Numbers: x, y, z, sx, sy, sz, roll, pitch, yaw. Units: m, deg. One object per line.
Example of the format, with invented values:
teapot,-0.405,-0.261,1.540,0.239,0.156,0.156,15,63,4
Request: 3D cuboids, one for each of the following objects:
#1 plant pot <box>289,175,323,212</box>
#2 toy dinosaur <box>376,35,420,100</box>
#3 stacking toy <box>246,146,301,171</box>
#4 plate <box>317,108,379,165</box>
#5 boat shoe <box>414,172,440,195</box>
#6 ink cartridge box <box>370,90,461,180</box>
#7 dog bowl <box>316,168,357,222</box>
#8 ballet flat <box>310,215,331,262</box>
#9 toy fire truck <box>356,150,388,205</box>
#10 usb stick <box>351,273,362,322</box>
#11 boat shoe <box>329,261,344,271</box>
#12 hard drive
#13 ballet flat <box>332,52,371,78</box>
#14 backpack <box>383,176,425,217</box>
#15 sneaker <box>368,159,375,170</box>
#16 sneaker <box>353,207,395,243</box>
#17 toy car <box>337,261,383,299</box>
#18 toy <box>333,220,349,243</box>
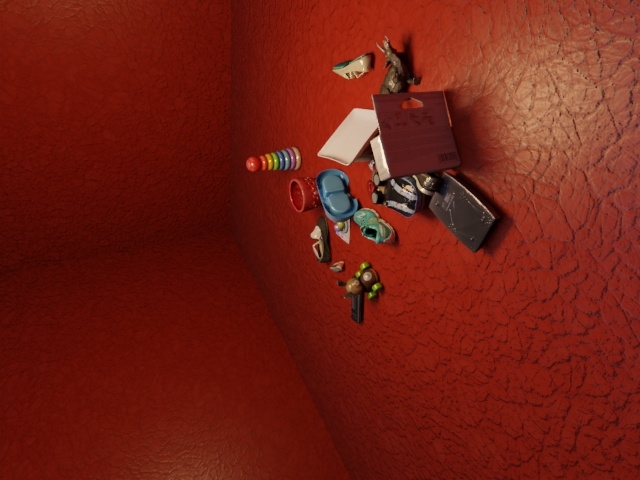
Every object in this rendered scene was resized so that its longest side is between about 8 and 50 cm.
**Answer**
plant pot,-0.061,-0.262,2.248,0.191,0.174,0.190,38,134,54
toy dinosaur,0.276,-0.577,1.508,0.160,0.121,0.313,-113,20,-47
stacking toy,-0.289,-0.479,2.431,0.141,0.331,0.141,39,135,53
plate,0.143,-0.441,1.726,0.045,0.278,0.277,39,178,-33
boat shoe,0.370,-0.251,1.449,0.227,0.081,0.068,-104,28,-48
ink cartridge box,0.301,-0.345,1.316,0.066,0.297,0.260,-17,86,65
dog bowl,0.076,-0.217,1.996,0.074,0.166,0.297,98,157,-59
ballet flat,0.000,0.000,2.341,0.095,0.096,0.280,9,110,64
toy fire truck,0.225,-0.284,1.694,0.246,0.159,0.216,-124,30,-54
usb stick,0.195,0.313,2.151,0.077,0.045,0.277,30,128,49
boat shoe,0.095,0.148,2.283,0.043,0.049,0.137,-65,14,-19
hard drive,0.479,-0.100,1.350,0.254,0.054,0.171,57,149,38
ballet flat,0.137,-0.736,1.734,0.248,0.086,0.086,21,121,59
backpack,0.335,-0.175,1.537,0.173,0.117,0.158,43,139,50
sneaker,0.230,-0.347,1.765,0.069,0.038,0.098,30,128,56
sneaker,0.226,-0.067,1.826,0.275,0.110,0.106,43,139,51
toy car,0.179,0.215,1.965,0.155,0.189,0.148,62,151,28
toy,0.100,-0.108,2.129,0.137,0.056,0.237,44,140,50
